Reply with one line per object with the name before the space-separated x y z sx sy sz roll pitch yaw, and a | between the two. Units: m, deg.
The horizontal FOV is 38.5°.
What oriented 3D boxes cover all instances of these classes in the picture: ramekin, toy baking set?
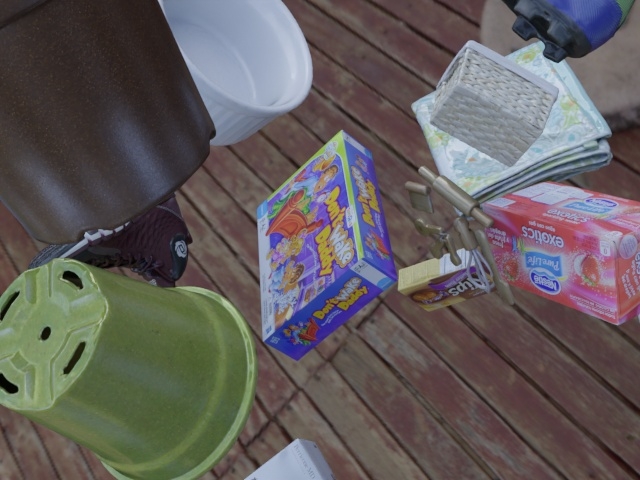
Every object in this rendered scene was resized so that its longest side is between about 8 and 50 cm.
ramekin | -0.158 -0.277 1.373 0.135 0.277 0.277 -35 46 40
toy baking set | 0.235 -0.010 1.514 0.030 0.197 0.256 -34 51 -20

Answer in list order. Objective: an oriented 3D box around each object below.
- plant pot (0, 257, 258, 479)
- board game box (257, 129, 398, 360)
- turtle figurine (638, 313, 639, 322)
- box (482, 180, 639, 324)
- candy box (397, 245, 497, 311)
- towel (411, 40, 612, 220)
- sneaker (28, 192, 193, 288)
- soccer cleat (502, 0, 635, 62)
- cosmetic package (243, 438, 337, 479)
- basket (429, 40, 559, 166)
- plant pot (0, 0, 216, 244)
plant pot | -0.258 0.148 1.120 0.276 0.254 0.276 -12 63 25
board game box | 0.000 0.000 1.555 0.233 0.078 0.347 -41 32 25
turtle figurine | 0.246 0.053 0.470 0.175 0.118 0.234 -48 65 11
box | 0.420 0.009 1.491 0.154 0.142 0.300 -20 22 -26
candy box | 0.260 0.076 1.815 0.187 0.109 0.053 -20 50 36
towel | 0.370 -0.228 1.822 0.320 0.090 0.374 -22 44 9
sneaker | -0.292 0.030 1.390 0.106 0.162 0.281 -12 20 47
soccer cleat | 0.189 -0.303 0.908 0.121 0.093 0.289 -42 79 -2
cosmetic package | -0.088 0.516 1.858 0.231 0.085 0.117 -41 59 9
basket | 0.265 -0.207 1.413 0.113 0.167 0.103 -56 10 51
plant pot | -0.149 -0.097 0.497 0.167 0.165 0.167 -20 30 12
